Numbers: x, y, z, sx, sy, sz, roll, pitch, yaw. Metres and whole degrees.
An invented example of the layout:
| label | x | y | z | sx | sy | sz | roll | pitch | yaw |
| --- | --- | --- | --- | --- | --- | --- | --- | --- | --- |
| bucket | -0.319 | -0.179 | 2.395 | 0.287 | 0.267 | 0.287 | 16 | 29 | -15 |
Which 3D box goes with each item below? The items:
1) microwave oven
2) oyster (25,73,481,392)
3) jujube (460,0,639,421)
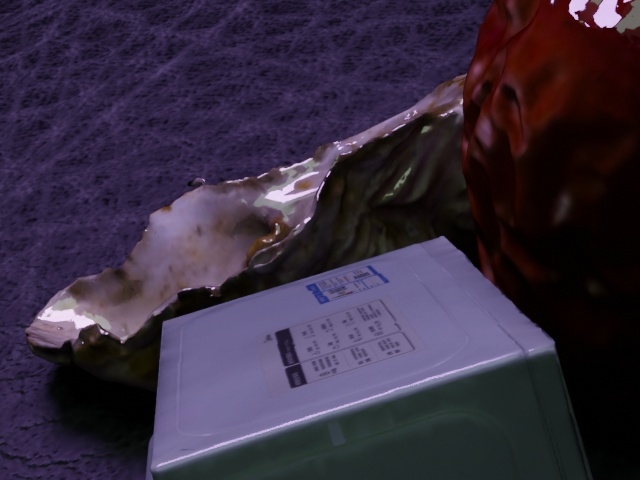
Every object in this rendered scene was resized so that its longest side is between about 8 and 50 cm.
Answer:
| label | x | y | z | sx | sy | sz | roll | pitch | yaw |
| --- | --- | --- | --- | --- | --- | --- | --- | --- | --- |
| microwave oven | 0.016 | 0.091 | 0.524 | 0.162 | 0.122 | 0.208 | -18 | 11 | -2 |
| oyster | 0.001 | 0.003 | 0.714 | 0.341 | 0.110 | 0.166 | -26 | 14 | -6 |
| jujube | 0.149 | -0.030 | 0.584 | 0.174 | 0.250 | 0.174 | -10 | 39 | 8 |
